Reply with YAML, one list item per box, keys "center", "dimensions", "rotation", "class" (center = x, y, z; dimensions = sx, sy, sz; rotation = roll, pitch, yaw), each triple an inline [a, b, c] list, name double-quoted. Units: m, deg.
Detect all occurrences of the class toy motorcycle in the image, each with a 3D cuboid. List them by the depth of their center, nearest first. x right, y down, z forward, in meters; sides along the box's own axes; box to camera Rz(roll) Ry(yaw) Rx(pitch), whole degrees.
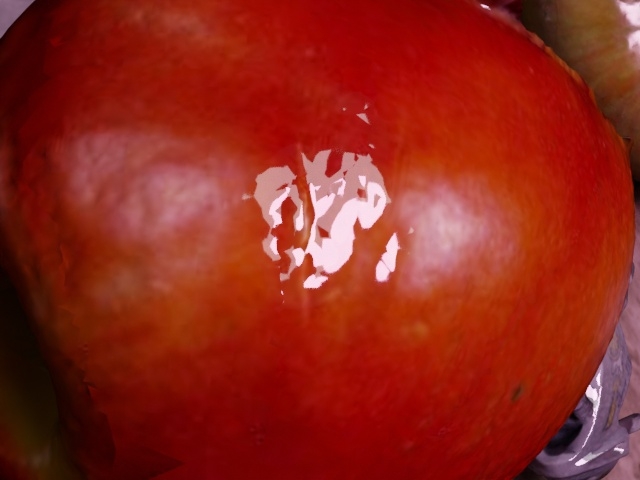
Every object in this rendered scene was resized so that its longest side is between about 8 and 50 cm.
- center: [0.153, 0.059, 0.808]
  dimensions: [0.215, 0.080, 0.122]
  rotation: [-55, 131, -52]
  class: "toy motorcycle"

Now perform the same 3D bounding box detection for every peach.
- center: [0.000, 0.000, 0.610]
  dimensions: [0.338, 0.281, 0.281]
  rotation: [-24, 85, -38]
  class: "peach"

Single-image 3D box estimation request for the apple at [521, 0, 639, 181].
- center: [0.266, -0.158, 0.882]
  dimensions: [0.264, 0.264, 0.264]
  rotation: [15, 62, -31]
  class: "apple"
